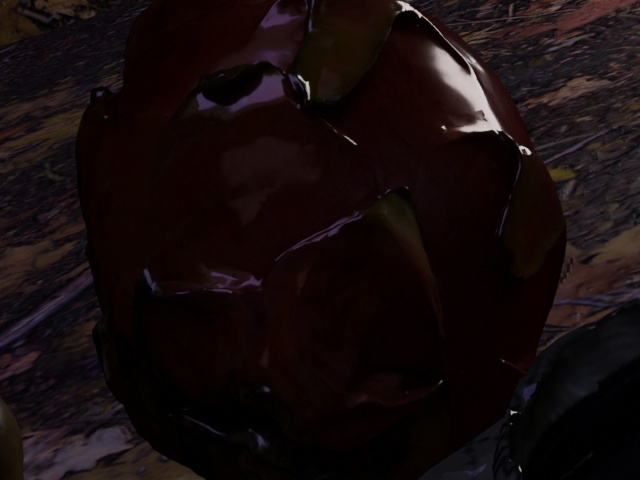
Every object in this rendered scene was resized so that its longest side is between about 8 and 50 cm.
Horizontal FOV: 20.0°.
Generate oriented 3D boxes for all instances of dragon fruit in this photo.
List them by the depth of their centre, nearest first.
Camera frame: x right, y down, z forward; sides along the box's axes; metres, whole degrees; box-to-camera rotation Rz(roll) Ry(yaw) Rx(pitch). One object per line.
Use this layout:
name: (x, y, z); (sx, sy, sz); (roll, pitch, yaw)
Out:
dragon fruit: (-0.001, -0.001, 0.835); (0.250, 0.250, 0.315); (-22, 14, -9)

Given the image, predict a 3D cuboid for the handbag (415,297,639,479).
handbag: (0.155, 0.097, 0.401); (0.416, 0.180, 0.316); (-30, 11, -21)

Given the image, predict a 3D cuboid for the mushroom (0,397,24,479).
mushroom: (-0.247, 0.135, 0.903); (0.209, 0.084, 0.071); (-14, 33, 3)
